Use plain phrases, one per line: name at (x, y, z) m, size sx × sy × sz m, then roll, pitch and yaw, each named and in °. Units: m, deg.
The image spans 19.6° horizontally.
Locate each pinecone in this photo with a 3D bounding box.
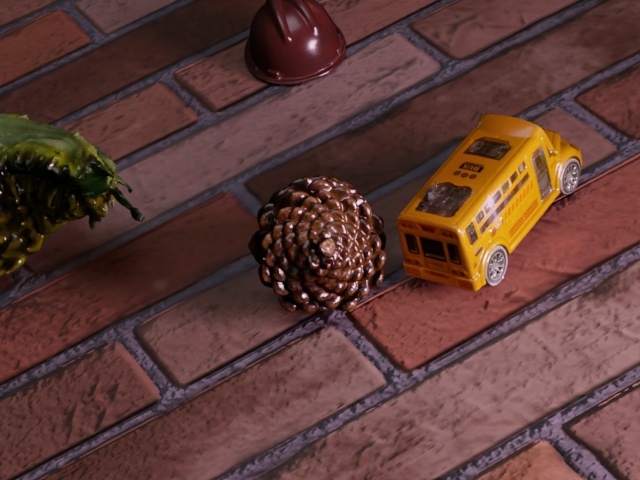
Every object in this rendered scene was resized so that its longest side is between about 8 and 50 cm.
pinecone at (0.003, -0.002, 1.329) m, size 0.102 × 0.102 × 0.109 m, roll -2°, pitch 28°, yaw 18°

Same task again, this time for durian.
durian at (-0.265, -0.038, 1.457) m, size 0.375 × 0.107 × 0.132 m, roll 9°, pitch 41°, yaw 31°

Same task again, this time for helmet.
helmet at (-0.029, -0.187, 1.607) m, size 0.089 × 0.057 × 0.111 m, roll -26°, pitch 38°, yaw -10°

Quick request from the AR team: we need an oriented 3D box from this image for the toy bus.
toy bus at (0.123, -0.037, 1.341) m, size 0.069 × 0.074 × 0.162 m, roll 13°, pitch 46°, yaw 35°
